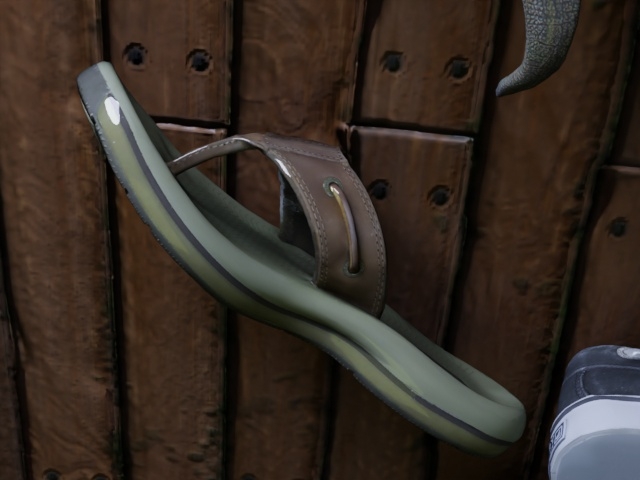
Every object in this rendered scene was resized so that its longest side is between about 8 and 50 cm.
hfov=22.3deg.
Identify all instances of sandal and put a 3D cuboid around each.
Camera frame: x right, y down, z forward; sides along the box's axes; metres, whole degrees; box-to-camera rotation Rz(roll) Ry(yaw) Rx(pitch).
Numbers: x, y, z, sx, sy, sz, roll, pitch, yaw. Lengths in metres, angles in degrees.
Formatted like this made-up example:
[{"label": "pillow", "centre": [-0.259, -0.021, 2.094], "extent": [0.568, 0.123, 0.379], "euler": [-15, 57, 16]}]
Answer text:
[{"label": "sandal", "centre": [0.001, 0.000, 0.806], "extent": [0.303, 0.120, 0.086], "euler": [36, 100, -27]}]

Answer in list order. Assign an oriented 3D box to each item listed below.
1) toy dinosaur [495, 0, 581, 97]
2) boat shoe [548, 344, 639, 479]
[{"label": "toy dinosaur", "centre": [0.122, -0.195, 0.606], "extent": [0.160, 0.121, 0.313], "euler": [28, 136, -3]}, {"label": "boat shoe", "centre": [0.277, 0.122, 0.871], "extent": [0.306, 0.105, 0.113], "euler": [8, 130, 9]}]
